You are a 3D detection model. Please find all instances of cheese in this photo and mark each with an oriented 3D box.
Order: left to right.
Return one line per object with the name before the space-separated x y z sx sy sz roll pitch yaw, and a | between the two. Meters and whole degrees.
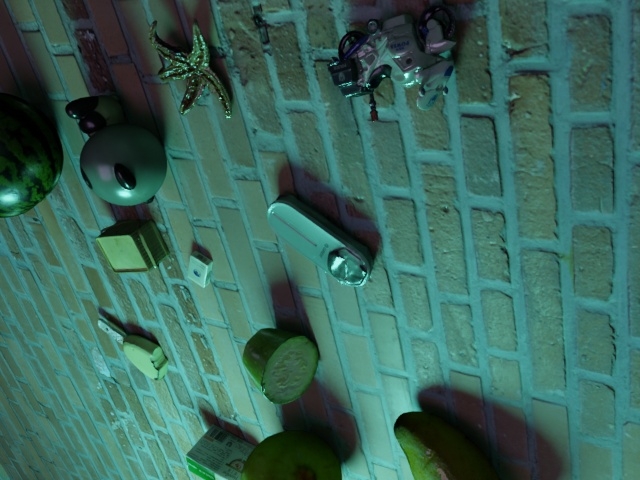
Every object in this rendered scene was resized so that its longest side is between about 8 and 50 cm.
cheese | -0.553 0.305 2.134 0.255 0.050 0.127 33 137 13

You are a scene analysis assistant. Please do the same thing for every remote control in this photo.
remote control | 0.000 0.000 1.457 0.247 0.052 0.104 37 139 8

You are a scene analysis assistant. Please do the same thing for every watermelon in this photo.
watermelon | -0.753 -0.198 1.723 0.285 0.285 0.285 21 133 24

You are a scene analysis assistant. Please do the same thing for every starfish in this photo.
starfish | -0.240 -0.327 1.385 0.213 0.057 0.238 37 142 -3

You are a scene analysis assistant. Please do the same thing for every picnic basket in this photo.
picnic basket | -0.466 0.015 1.814 0.164 0.079 0.115 -1 120 38

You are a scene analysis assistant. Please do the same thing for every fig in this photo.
fig | -0.077 0.623 1.878 0.258 0.258 0.326 37 156 9

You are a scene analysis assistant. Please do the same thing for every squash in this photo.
squash | -0.101 0.280 1.687 0.123 0.170 0.170 24 135 38

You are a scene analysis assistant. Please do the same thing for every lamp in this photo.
lamp | -0.434 -0.190 1.559 0.244 0.198 0.198 57 139 11

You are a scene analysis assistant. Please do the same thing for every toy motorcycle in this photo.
toy motorcycle | 0.115 -0.268 1.128 0.221 0.102 0.150 -6 97 38

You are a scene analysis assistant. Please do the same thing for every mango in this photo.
mango | 0.287 0.508 1.567 0.176 0.175 0.329 -25 85 15

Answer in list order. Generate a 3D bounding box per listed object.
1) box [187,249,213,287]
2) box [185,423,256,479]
box | -0.290 0.069 1.761 0.054 0.024 0.083 30 135 13
box | -0.273 0.639 2.118 0.199 0.135 0.081 19 133 27
